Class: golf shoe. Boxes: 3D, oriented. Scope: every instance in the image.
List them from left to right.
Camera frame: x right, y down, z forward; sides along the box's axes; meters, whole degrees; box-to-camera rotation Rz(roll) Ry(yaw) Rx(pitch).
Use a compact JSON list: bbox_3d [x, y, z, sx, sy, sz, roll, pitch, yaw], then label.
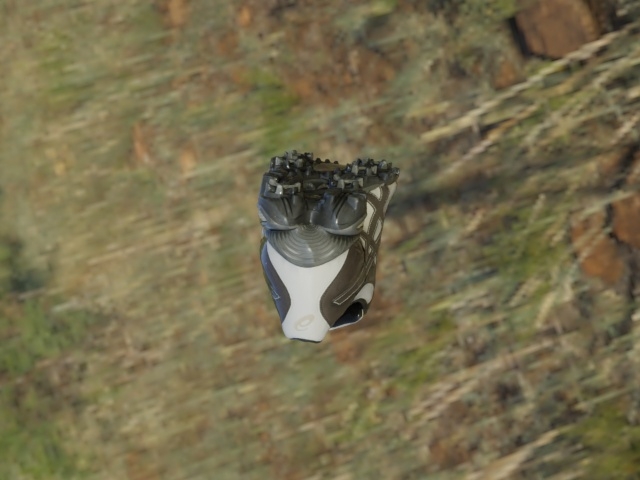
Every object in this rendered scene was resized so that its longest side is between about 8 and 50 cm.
[{"bbox_3d":[0.000,0.000,0.806,0.198,0.077,0.094,-43,-43,-73],"label":"golf shoe"}]
